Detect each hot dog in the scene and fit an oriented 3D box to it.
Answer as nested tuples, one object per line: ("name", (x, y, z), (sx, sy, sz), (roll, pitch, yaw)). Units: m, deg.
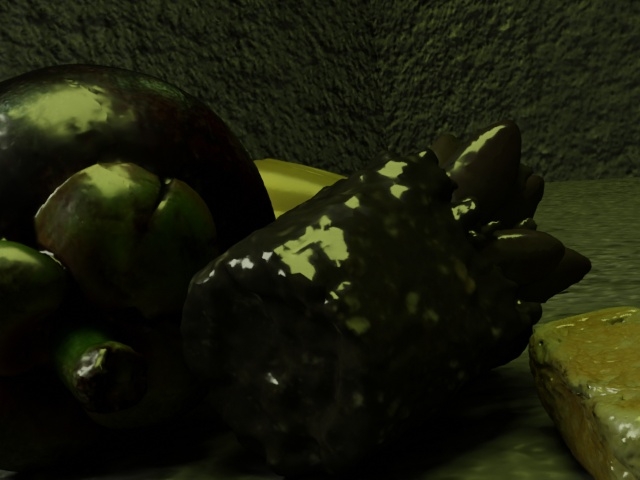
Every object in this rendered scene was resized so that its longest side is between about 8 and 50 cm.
("hot dog", (0.171, 0.092, 0.534), (0.084, 0.073, 0.242), (-9, 5, 1))

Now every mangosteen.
("mangosteen", (-0.164, 0.019, 0.744), (0.300, 0.301, 0.300), (-7, 6, 1))

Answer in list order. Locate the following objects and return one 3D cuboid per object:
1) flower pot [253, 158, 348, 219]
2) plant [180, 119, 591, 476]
("flower pot", (0.000, 0.000, 1.200), (0.179, 0.195, 0.195), (6, 10, 17))
("plant", (0.065, 0.035, 0.693), (0.181, 0.194, 0.320), (-26, 2, 43))
